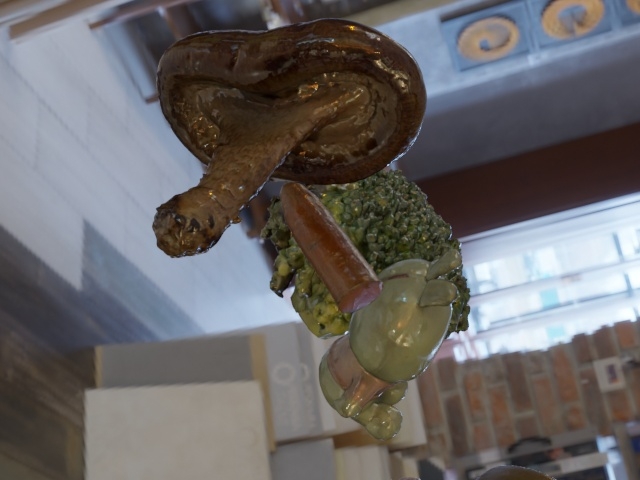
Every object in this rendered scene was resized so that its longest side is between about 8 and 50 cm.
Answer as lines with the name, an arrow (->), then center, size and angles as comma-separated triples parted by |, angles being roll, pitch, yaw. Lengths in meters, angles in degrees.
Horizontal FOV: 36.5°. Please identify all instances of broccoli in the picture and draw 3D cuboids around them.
broccoli -> 0.071, 0.029, 1.434 | 0.334, 0.272, 0.324 | 51, 0, 14

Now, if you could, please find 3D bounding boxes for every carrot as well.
carrot -> 0.000, 0.000, 0.869 | 0.139, 0.048, 0.048 | 55, 3, 25

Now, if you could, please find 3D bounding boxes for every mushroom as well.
mushroom -> -0.043, -0.062, 0.719 | 0.217, 0.227, 0.148 | -68, 143, -46

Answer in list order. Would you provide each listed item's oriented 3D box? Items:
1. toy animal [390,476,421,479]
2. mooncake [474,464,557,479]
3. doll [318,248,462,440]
toy animal -> 0.126, 0.386, 1.380 | 0.089, 0.083, 0.150 | -67, 167, 14
mooncake -> 0.323, 0.464, 1.534 | 0.117, 0.235, 0.234 | -35, 117, -31
doll -> 0.069, 0.110, 1.054 | 0.275, 0.113, 0.155 | 108, 4, -46
